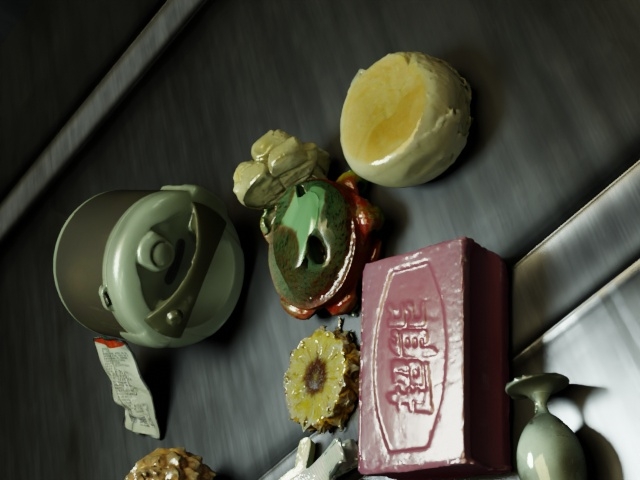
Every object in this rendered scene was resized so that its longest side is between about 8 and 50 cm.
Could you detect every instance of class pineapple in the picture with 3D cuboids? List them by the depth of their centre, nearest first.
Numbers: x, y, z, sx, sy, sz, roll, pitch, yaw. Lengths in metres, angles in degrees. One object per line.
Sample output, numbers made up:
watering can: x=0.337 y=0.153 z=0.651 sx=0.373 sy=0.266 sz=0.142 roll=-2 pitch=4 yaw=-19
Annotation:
pineapple: x=0.003 y=0.243 z=2.073 sx=0.221 sy=0.047 sz=0.221 roll=-24 pitch=55 yaw=41
pineapple: x=-0.224 y=0.557 z=2.086 sx=0.357 sy=0.223 sz=0.223 roll=43 pitch=107 yaw=40

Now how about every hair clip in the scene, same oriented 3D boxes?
hair clip: x=-0.021 y=0.417 z=2.006 sx=0.218 sy=0.071 sz=0.159 roll=-43 pitch=43 yaw=20

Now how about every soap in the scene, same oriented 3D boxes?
soap: x=0.183 y=0.193 z=1.830 sx=0.233 sy=0.128 sz=0.360 roll=-17 pitch=63 yaw=43

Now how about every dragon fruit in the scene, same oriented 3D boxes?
dragon fruit: x=0.000 y=0.000 z=2.120 sx=0.268 sy=0.130 sz=0.295 roll=0 pitch=72 yaw=52

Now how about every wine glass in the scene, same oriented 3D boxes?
wine glass: x=0.326 y=0.304 z=1.641 sx=0.103 sy=0.103 sz=0.222 roll=-28 pitch=54 yaw=38

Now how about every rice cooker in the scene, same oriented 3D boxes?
rice cooker: x=-0.335 y=0.050 z=2.325 sx=0.325 sy=0.335 sz=0.335 roll=2 pitch=75 yaw=49

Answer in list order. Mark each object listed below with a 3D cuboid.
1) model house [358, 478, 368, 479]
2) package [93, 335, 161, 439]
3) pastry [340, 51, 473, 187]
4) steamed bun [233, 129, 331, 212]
model house: x=0.054 y=0.440 z=1.921 sx=0.058 sy=0.057 sz=0.083 roll=-77 pitch=9 yaw=-86
package: x=-0.404 y=0.310 z=2.436 sx=0.166 sy=0.040 sz=0.232 roll=-2 pitch=109 yaw=52
pastry: x=0.150 y=-0.213 z=2.037 sx=0.264 sy=0.133 sz=0.265 roll=-22 pitch=58 yaw=40
steamed bun: x=-0.070 y=-0.135 z=2.217 sx=0.192 sy=0.177 sz=0.106 roll=-45 pitch=50 yaw=27
